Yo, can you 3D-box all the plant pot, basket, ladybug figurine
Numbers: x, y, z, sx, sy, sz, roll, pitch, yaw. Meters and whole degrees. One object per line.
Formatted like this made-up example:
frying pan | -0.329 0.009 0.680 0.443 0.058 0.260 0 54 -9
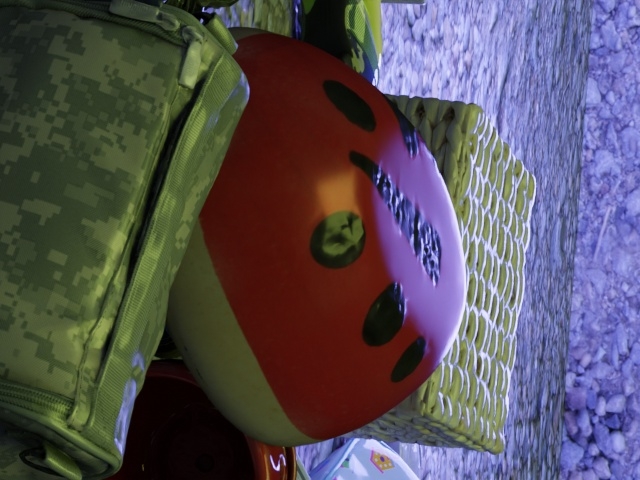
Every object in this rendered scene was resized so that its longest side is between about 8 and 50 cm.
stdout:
plant pot | -0.117 0.191 1.660 0.174 0.191 0.191 -6 102 -79
basket | 0.045 0.031 1.967 0.328 0.267 0.331 36 60 -68
ladybug figurine | 0.000 0.000 1.514 0.449 0.162 0.305 43 48 -63

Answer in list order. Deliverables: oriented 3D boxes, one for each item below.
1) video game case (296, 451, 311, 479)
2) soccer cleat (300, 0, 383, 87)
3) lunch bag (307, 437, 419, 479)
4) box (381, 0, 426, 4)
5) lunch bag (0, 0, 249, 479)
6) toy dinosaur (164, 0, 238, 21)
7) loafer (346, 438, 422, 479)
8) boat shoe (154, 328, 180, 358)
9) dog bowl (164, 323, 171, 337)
video game case | -0.070 0.297 1.976 0.173 0.022 0.190 -50 150 -18
soccer cleat | 0.026 -0.264 2.090 0.121 0.093 0.289 -33 130 -70
lunch bag | 0.065 0.365 2.185 0.279 0.108 0.224 50 33 -3
box | 0.086 -0.352 2.196 0.203 0.114 0.103 -58 147 -53
lunch bag | -0.190 0.000 1.210 0.212 0.256 0.305 45 53 -46
toy dinosaur | -0.175 -0.119 1.463 0.322 0.164 0.218 136 -22 -86
loafer | 0.072 0.355 2.382 0.111 0.112 0.319 27 71 -66
boat shoe | -0.132 -0.011 1.726 0.073 0.080 0.223 40 55 -58
dog bowl | -0.063 -0.029 1.694 0.297 0.074 0.166 -62 145 -54
